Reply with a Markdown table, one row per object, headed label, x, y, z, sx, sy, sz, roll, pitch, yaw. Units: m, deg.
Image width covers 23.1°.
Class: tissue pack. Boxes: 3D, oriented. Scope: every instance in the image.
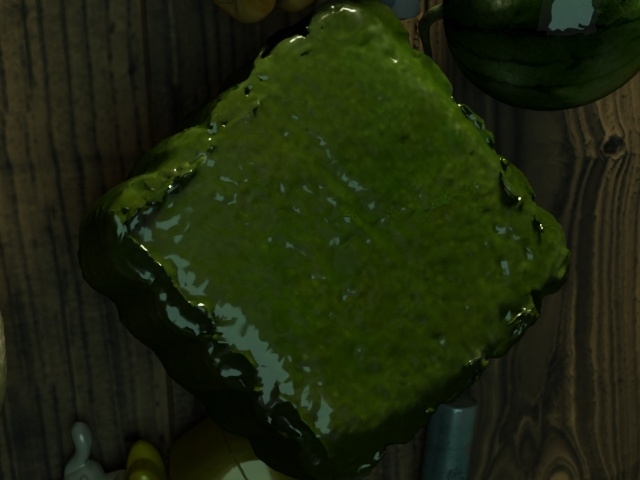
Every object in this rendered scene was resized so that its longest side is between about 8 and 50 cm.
| label | x | y | z | sx | sy | sz | roll | pitch | yaw |
| --- | --- | --- | --- | --- | --- | --- | --- | --- | --- |
| tissue pack | -0.051 | 0.239 | 1.436 | 0.127 | 0.123 | 0.178 | -29 | 111 | 1 |

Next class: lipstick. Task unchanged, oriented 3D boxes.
| label | x | y | z | sx | sy | sz | roll | pitch | yaw |
| --- | --- | --- | --- | --- | --- | --- | --- | --- | --- |
| lipstick | 0.120 | 0.226 | 1.516 | 0.048 | 0.048 | 0.158 | 2 | 106 | -15 |

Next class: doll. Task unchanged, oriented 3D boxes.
| label | x | y | z | sx | sy | sz | roll | pitch | yaw |
| --- | --- | --- | --- | --- | --- | --- | --- | --- | --- |
| doll | -0.193 | 0.222 | 1.435 | 0.113 | 0.071 | 0.135 | -25 | 106 | 14 |

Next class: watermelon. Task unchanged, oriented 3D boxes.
| label | x | y | z | sx | sy | sz | roll | pitch | yaw |
| --- | --- | --- | --- | --- | --- | --- | --- | --- | --- |
| watermelon | 0.185 | -0.204 | 1.328 | 0.215 | 0.188 | 0.188 | 3 | 109 | 16 |

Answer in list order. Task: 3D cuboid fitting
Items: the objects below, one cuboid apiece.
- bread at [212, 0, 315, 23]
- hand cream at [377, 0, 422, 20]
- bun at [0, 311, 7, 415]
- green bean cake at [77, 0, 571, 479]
| label | x | y | z | sx | sy | sz | roll | pitch | yaw |
| --- | --- | --- | --- | --- | --- | --- | --- | --- | --- |
| bread | 0.013 | -0.306 | 1.261 | 0.311 | 0.173 | 0.121 | -43 | 145 | 1 |
| hand cream | 0.066 | -0.240 | 1.343 | 0.053 | 0.084 | 0.142 | -1 | 116 | -17 |
| bun | -0.430 | 0.120 | 1.254 | 0.365 | 0.219 | 0.365 | -5 | 112 | -11 |
| green bean cake | 0.000 | 0.000 | 1.310 | 0.335 | 0.218 | 0.319 | -41 | 99 | -19 |
